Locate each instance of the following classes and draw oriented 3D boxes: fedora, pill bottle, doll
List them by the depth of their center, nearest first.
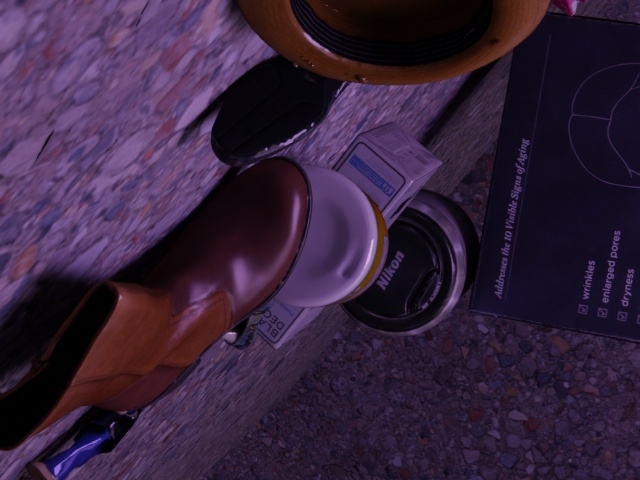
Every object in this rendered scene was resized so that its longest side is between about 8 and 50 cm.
[{"bbox_3d":[0.042,-0.166,0.681,0.194,0.194,0.079,117,-25,-63],"label":"fedora"},{"bbox_3d":[0.000,0.000,1.204,0.136,0.136,0.245,-49,173,3],"label":"pill bottle"},{"bbox_3d":[-0.231,0.201,1.227,0.189,0.046,0.129,-42,171,-42],"label":"doll"}]

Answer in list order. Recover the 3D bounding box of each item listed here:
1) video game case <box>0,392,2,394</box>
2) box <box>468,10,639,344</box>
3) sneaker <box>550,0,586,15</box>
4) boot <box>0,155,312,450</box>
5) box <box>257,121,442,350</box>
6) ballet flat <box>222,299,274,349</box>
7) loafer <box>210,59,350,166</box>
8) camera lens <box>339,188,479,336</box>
[{"bbox_3d":[-0.317,0.196,0.765,0.193,0.023,0.212,-51,173,17],"label":"video game case"},{"bbox_3d":[0.512,-0.088,1.830,0.297,0.471,0.480,-20,120,-79],"label":"box"},{"bbox_3d":[0.315,-0.360,1.423,0.111,0.103,0.252,-54,179,6],"label":"sneaker"},{"bbox_3d":[-0.124,0.033,0.887,0.264,0.096,0.280,-44,170,7],"label":"boot"},{"bbox_3d":[0.020,-0.008,1.485,0.290,0.087,0.169,-52,172,22],"label":"box"},{"bbox_3d":[-0.103,0.084,1.383,0.070,0.070,0.188,-44,170,-33],"label":"ballet flat"},{"bbox_3d":[-0.023,-0.100,0.850,0.170,0.062,0.061,-42,175,-37],"label":"loafer"},{"bbox_3d":[0.142,0.029,1.890,0.219,0.219,0.274,-51,173,15],"label":"camera lens"}]
